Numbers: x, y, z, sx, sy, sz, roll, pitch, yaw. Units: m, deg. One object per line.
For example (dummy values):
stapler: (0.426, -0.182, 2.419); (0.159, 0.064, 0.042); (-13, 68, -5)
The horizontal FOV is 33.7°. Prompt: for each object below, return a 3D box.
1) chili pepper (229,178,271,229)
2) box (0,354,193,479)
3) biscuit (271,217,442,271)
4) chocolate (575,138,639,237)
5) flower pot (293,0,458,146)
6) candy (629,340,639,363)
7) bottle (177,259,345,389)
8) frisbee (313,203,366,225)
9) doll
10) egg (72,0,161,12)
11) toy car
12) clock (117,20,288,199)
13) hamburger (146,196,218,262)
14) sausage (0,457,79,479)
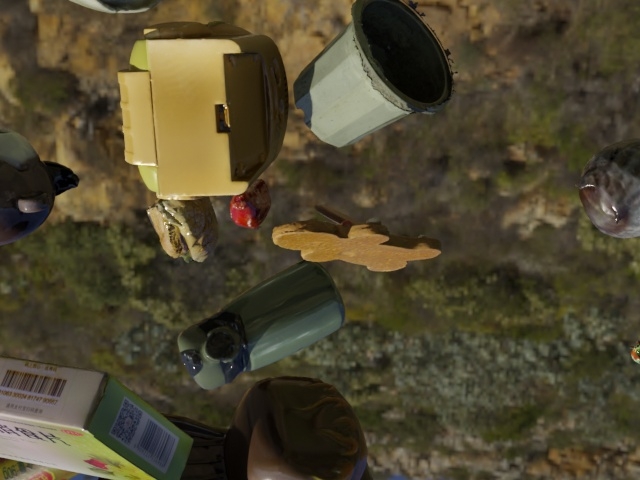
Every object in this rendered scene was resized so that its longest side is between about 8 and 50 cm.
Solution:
chili pepper: (-0.119, -0.062, 1.736); (0.065, 0.088, 0.169); (8, -178, 2)
box: (-0.281, 0.176, 1.054); (0.260, 0.175, 0.062); (5, -118, 27)
biscuit: (0.060, -0.002, 1.940); (0.340, 0.047, 0.216); (10, 160, -34)
chocolate: (0.376, -0.071, 1.116); (0.248, 0.110, 0.110); (-21, -153, -21)
flower pot: (0.096, -0.332, 2.152); (0.259, 0.290, 0.290); (-33, 174, 40)
candy: (0.599, 0.209, 1.832); (0.055, 0.049, 0.185); (-20, 148, 39)
bottle: (-0.127, 0.178, 2.143); (0.347, 0.168, 0.168); (-27, -149, -22)
frisbee: (0.097, -0.028, 2.509); (0.251, 0.021, 0.251); (25, -175, -2)
doll: (-0.387, -0.053, 1.121); (0.257, 0.117, 0.182); (0, -159, 33)
egg: (-0.230, -0.408, 1.069); (0.278, 0.278, 0.336); (-19, -108, -45)
toy car: (-0.100, 0.292, 1.258); (0.341, 0.240, 0.271); (1, -141, -16)
clock: (-0.149, -0.195, 1.530); (0.200, 0.244, 0.317); (5, -165, 16)
hamburger: (-0.260, -0.040, 2.115); (0.135, 0.155, 0.208); (-30, 178, -14)
sausage: (-0.419, 0.317, 1.343); (0.371, 0.082, 0.082); (-29, -166, 15)
